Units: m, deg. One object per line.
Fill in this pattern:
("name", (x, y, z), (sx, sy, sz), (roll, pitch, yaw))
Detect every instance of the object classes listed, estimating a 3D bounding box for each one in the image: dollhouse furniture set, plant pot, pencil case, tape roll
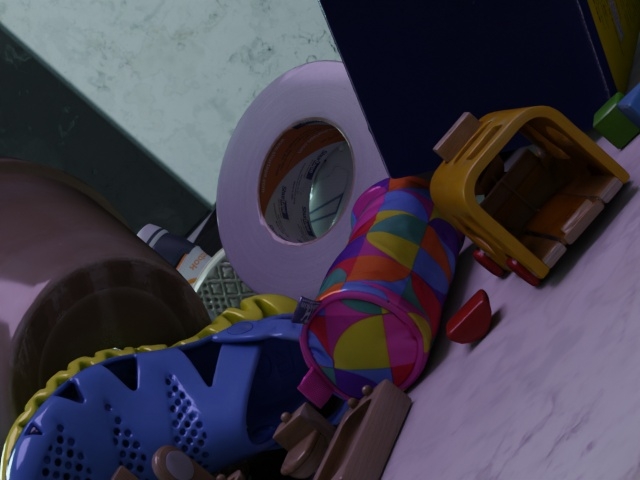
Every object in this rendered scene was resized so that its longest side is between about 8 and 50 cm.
("dollhouse furniture set", (-0.047, 0.149, 1.133), (0.151, 0.123, 0.144), (-44, 9, 34))
("plant pot", (-0.236, 0.091, 1.424), (0.323, 0.323, 0.280), (-52, 29, -20))
("pencil case", (0.048, 0.034, 1.271), (0.104, 0.104, 0.236), (-45, 7, 28))
("tape roll", (0.009, -0.046, 1.478), (0.219, 0.072, 0.219), (-12, 71, 39))

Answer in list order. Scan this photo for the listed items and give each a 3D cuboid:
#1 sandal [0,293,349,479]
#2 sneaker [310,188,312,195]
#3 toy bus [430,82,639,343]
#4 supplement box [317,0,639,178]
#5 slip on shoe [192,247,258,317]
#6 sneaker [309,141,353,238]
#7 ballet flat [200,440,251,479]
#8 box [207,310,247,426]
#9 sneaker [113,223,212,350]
("sandal", (-0.096, 0.131, 1.261), (0.317, 0.126, 0.138), (-29, 23, -32))
("sneaker", (-0.024, -0.117, 2.183), (0.283, 0.122, 0.110), (-66, -19, -69))
("toy bus", (0.129, -0.041, 1.151), (0.202, 0.104, 0.191), (-42, 10, 41))
("supplement box", (0.147, -0.228, 1.396), (0.194, 0.195, 0.356), (-14, 22, 21))
("slip on shoe", (-0.078, 0.072, 1.754), (0.331, 0.123, 0.101), (-49, 2, 37))
("sneaker", (0.063, -0.066, 1.552), (0.297, 0.129, 0.111), (-44, 4, 22))
("ballet flat", (-0.103, 0.217, 1.324), (0.073, 0.067, 0.206), (-47, 8, 12))
("box", (-0.113, 0.142, 1.627), (0.087, 0.102, 0.101), (-57, 11, -33))
("sneaker", (-0.218, 0.142, 2.210), (0.126, 0.127, 0.321), (-50, -19, -59))
